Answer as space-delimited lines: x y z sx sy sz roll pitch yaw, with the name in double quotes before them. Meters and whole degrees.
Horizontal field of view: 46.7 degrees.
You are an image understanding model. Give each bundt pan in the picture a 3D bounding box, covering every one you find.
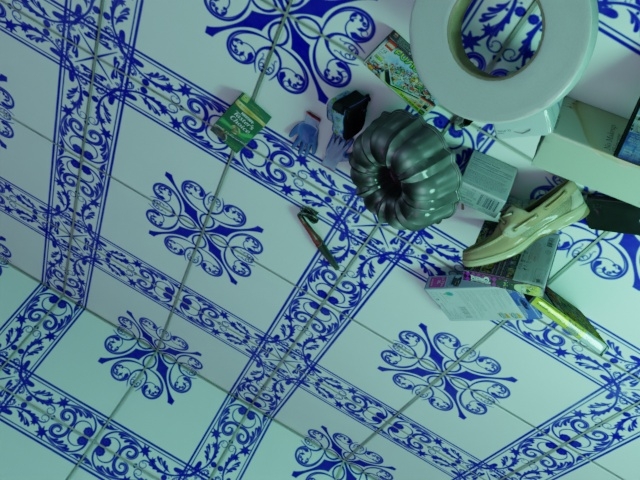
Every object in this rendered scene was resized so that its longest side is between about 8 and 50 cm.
"bundt pan" 0.199 -0.162 1.912 0.331 0.124 0.330 34 142 32

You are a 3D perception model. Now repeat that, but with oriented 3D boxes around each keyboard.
"keyboard" 0.816 -0.081 1.816 0.317 0.033 0.201 8 142 23

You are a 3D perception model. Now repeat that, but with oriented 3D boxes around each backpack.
"backpack" 0.070 -0.331 1.955 0.084 0.105 0.114 37 147 29

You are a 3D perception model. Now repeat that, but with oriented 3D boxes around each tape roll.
"tape roll" 0.371 -0.440 1.543 0.392 0.072 0.391 9 108 31

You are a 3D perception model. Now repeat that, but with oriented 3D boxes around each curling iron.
"curling iron" 0.000 0.000 2.395 0.068 0.035 0.274 -2 131 33

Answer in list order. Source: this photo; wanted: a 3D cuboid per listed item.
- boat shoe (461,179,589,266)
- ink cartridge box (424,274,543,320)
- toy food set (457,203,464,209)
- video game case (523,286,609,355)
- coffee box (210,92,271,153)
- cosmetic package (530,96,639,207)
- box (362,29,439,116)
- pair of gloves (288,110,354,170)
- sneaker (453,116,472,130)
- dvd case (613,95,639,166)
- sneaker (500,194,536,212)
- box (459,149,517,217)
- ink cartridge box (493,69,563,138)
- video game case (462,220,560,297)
"boat shoe" 0.503 -0.042 1.886 0.341 0.121 0.110 -28 98 3
"ink cartridge box" 0.492 0.171 2.227 0.311 0.065 0.186 -3 142 40
"toy food set" 0.345 -0.123 2.071 0.122 0.019 0.077 14 138 30
"video game case" 0.645 0.182 2.033 0.248 0.275 0.035 35 104 -6
"coffee box" -0.236 -0.342 2.174 0.113 0.040 0.184 42 139 -14
"cosmetic package" 0.658 -0.198 1.689 0.310 0.160 0.113 23 139 7
"box" 0.217 -0.409 1.830 0.207 0.036 0.114 39 140 -11
"pair of gloves" 0.006 -0.275 2.113 0.198 0.023 0.159 31 141 0
"sneaker" 0.359 -0.297 1.861 0.032 0.037 0.083 36 142 -9
"dvd case" 0.752 -0.262 1.553 0.181 0.022 0.252 23 102 10
"sneaker" 0.511 -0.078 1.983 0.167 0.065 0.076 17 143 18
"box" 0.421 -0.146 1.903 0.126 0.137 0.072 26 141 6
"ink cartridge box" 0.469 -0.312 1.668 0.128 0.175 0.072 -1 131 32
"video game case" 0.510 0.044 1.974 0.210 0.232 0.041 12 131 20
